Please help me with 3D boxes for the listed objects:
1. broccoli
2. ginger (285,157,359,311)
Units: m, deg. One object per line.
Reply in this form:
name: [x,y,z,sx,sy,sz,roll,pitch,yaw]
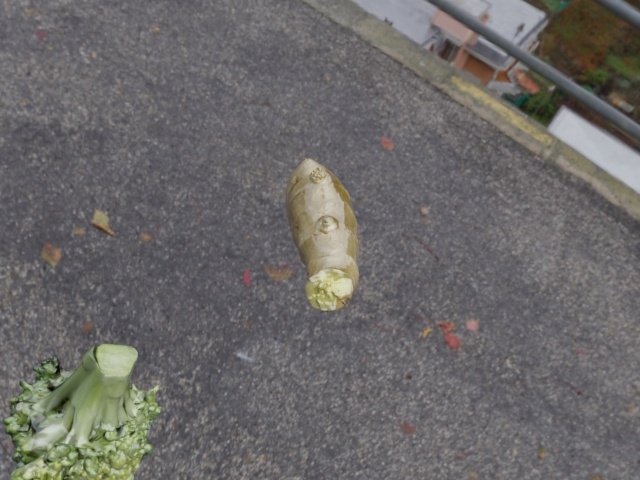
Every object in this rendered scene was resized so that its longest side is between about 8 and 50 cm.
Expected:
broccoli: [-0.353,0.249,0.891,0.247,0.243,0.263,41,28,17]
ginger: [-0.005,0.017,1.154,0.166,0.236,0.375,12,49,-5]
